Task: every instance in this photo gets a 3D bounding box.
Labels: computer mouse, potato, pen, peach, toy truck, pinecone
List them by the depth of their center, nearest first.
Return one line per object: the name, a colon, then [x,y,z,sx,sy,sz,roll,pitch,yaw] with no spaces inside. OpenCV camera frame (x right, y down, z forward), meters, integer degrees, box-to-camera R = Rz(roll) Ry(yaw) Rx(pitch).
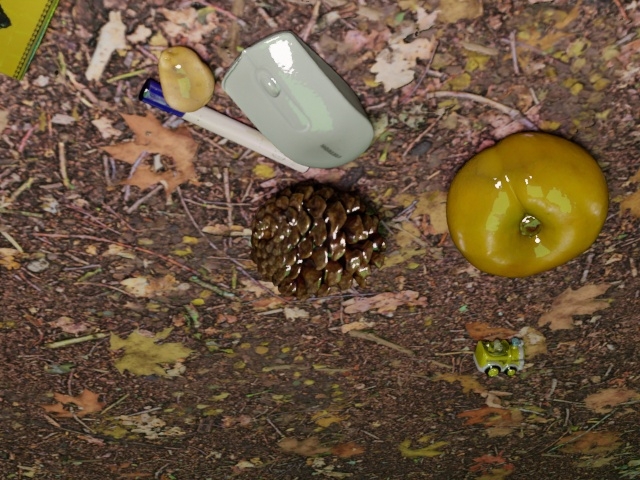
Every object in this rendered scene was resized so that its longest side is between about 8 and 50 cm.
potato: [-0.170,-0.202,0.905,0.068,0.062,0.083,-40,153,-14]
computer mouse: [-0.022,-0.173,0.958,0.127,0.079,0.230,-34,132,27]
pen: [-0.123,-0.154,0.998,0.268,0.033,0.033,21,134,-32]
pinecone: [-0.005,-0.003,1.101,0.204,0.184,0.179,-4,124,-45]
peach: [0.313,-0.053,1.110,0.251,0.153,0.251,0,127,0]
toy truck: [0.393,0.244,1.566,0.111,0.076,0.077,-2,122,-7]

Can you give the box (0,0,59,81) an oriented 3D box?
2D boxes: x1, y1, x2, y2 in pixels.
box: [-0.434,-0.285,0.773,0.278,0.041,0.153,19,135,-30]
